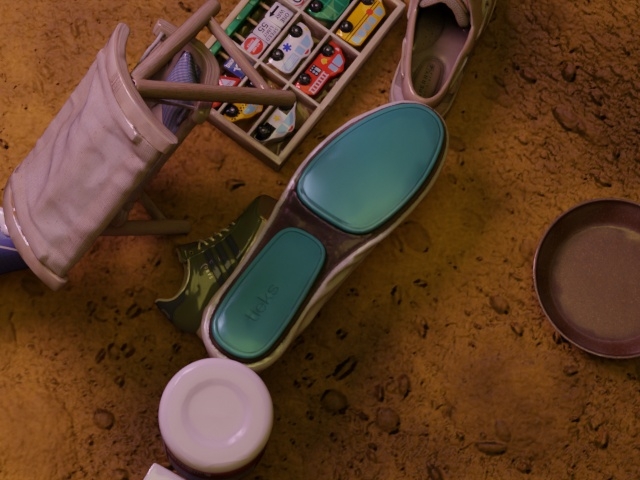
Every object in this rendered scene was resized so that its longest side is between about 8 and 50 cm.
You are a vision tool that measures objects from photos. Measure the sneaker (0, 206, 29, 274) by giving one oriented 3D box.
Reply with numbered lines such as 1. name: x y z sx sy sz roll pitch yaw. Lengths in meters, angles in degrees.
1. sneaker: -0.475 0.056 1.741 0.315 0.127 0.182 -1 79 2

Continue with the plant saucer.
1. plant saucer: 0.351 0.047 1.840 0.199 0.036 0.198 1 76 -4

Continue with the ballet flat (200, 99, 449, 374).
1. ballet flat: 0.000 0.000 1.780 0.139 0.139 0.400 37 71 6

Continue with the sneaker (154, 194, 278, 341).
1. sneaker: -0.126 0.018 1.796 0.086 0.064 0.192 27 78 -2

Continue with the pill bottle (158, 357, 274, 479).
1. pill bottle: -0.115 0.204 1.670 0.121 0.216 0.121 1 76 -4

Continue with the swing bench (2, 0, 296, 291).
1. swing bench: -0.206 -0.109 1.677 0.165 0.253 0.255 50 34 9

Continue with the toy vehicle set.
1. toy vehicle set: -0.038 -0.236 1.886 0.166 0.035 0.267 36 75 6

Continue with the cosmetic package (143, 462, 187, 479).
1. cosmetic package: -0.153 0.349 1.645 0.151 0.183 0.151 30 75 3

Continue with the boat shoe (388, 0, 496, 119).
1. boat shoe: 0.159 -0.287 1.881 0.109 0.098 0.302 18 75 1
